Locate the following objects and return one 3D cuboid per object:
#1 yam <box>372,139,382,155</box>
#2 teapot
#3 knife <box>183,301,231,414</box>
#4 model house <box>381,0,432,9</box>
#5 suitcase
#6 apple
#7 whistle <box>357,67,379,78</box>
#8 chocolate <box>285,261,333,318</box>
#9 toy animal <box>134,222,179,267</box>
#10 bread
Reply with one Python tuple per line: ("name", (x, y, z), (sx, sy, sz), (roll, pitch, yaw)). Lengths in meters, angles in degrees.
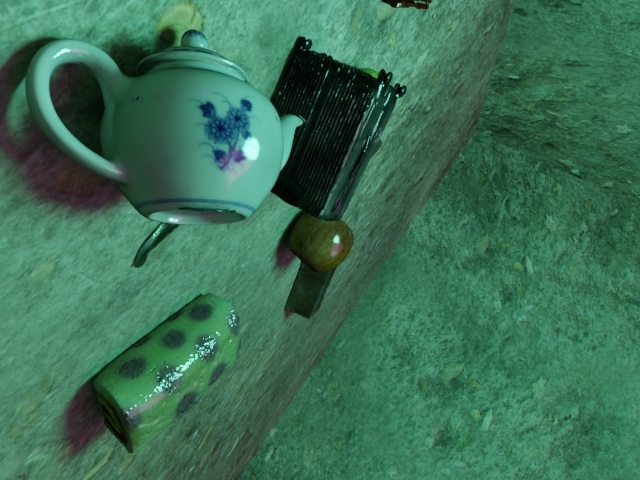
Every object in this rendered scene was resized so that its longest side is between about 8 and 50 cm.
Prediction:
("yam", (0.135, -0.292, 1.521), (0.141, 0.079, 0.079), (-48, 158, -28))
("teapot", (-0.181, -0.168, 0.677), (0.423, 0.252, 0.281), (3, 82, -45))
("knife", (-0.331, 0.348, 1.329), (0.132, 0.038, 0.399), (-26, 142, -63))
("model house", (0.170, -0.628, 0.978), (0.196, 0.159, 0.254), (-34, 147, -51))
("suitcase", (0.007, -0.231, 1.034), (0.335, 0.229, 0.152), (-65, 160, 13))
("apple", (0.000, 0.000, 1.429), (0.174, 0.188, 0.188), (-48, 160, -7))
("whistle", (0.119, -0.384, 1.297), (0.123, 0.122, 0.223), (-53, 174, -20))
("chocolate", (-0.016, 0.132, 1.702), (0.112, 0.111, 0.322), (-30, 146, -60))
("toy animal", (-0.283, -0.043, 0.874), (0.217, 0.041, 0.075), (-51, 161, -13))
("bread", (-0.329, 0.290, 1.065), (0.338, 0.155, 0.187), (-39, 148, -45))
